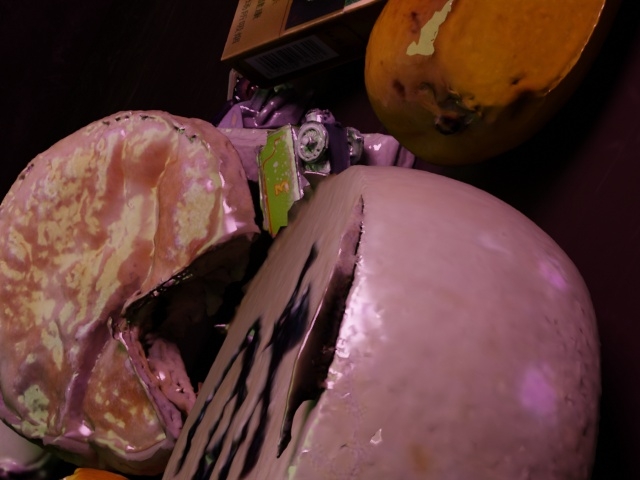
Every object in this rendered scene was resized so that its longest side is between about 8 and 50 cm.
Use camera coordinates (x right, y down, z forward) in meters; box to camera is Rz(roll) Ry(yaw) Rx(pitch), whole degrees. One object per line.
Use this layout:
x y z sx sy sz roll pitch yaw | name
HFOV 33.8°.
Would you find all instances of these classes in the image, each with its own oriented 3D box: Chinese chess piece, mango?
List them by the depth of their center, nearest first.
0.004 0.127 0.573 0.349 0.146 0.349 -62 10 20 | Chinese chess piece
0.127 -0.171 0.700 0.262 0.130 0.167 -57 20 6 | mango

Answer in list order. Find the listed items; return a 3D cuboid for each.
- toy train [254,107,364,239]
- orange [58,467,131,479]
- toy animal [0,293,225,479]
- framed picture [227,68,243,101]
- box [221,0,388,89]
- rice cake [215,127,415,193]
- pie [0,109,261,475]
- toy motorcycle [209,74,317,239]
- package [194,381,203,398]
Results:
0.000 0.000 0.812 0.081 0.060 0.202 -20 70 40 | toy train
-0.184 0.309 0.863 0.179 0.158 0.237 41 111 56 | orange
-0.245 0.094 1.110 0.310 0.251 0.251 -48 28 16 | toy animal
-0.060 -0.229 1.283 0.203 0.015 0.150 -49 29 35 | framed picture
0.023 -0.245 0.988 0.240 0.071 0.159 -11 55 43 | box
-0.039 -0.068 0.917 0.256 0.052 0.057 6 85 36 | rice cake
-0.184 0.037 0.914 0.337 0.075 0.337 -7 77 34 | pie
-0.060 -0.084 1.045 0.080 0.122 0.215 108 -173 -57 | toy motorcycle
-0.083 0.186 0.876 0.047 0.071 0.131 -47 28 31 | package
